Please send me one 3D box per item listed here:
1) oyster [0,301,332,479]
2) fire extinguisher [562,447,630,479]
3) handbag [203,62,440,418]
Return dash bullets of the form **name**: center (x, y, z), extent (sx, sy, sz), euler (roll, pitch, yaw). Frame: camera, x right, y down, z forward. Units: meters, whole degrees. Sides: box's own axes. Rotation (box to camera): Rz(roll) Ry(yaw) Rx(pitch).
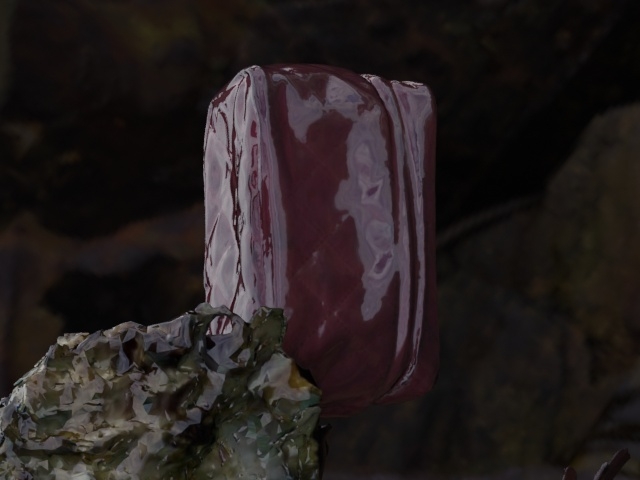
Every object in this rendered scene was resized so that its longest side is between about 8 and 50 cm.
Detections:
- **oyster**: center (-0.119, 0.141, 1.006), extent (0.260, 0.198, 0.092), euler (-13, 21, 0)
- **fire extinguisher**: center (0.330, 0.268, 1.611), extent (0.337, 0.106, 0.147), euler (5, 52, 51)
- **handbag**: center (0.000, 0.000, 1.117), extent (0.146, 0.135, 0.225), euler (160, 110, -65)
